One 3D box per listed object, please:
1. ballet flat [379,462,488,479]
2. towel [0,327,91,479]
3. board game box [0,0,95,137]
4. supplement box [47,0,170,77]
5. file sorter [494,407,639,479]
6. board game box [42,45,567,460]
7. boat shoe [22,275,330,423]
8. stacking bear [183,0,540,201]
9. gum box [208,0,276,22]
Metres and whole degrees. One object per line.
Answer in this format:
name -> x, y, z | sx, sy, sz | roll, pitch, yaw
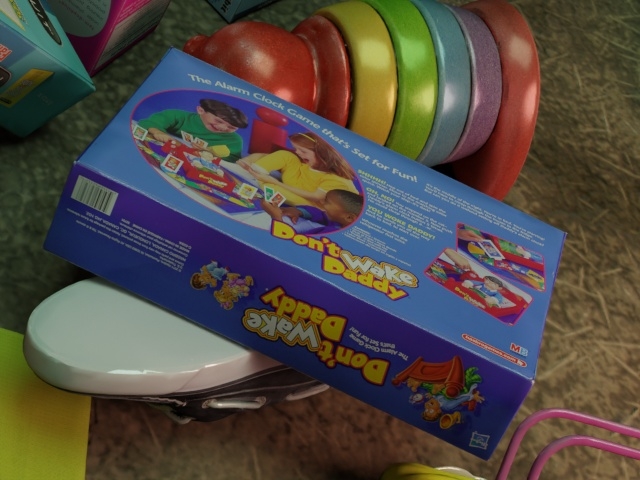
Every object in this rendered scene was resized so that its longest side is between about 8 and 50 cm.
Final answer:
ballet flat -> 0.148, 0.212, 1.390 | 0.231, 0.077, 0.077 | 15, 24, -17
towel -> -0.210, 0.164, 1.258 | 0.102, 0.021, 0.237 | 20, 45, -22
board game box -> -0.312, -0.232, 1.323 | 0.254, 0.079, 0.336 | 60, 7, 17
supplement box -> -0.168, -0.255, 1.494 | 0.111, 0.220, 0.114 | 40, 43, 5
file sorter -> 0.219, 0.254, 1.210 | 0.202, 0.182, 0.291 | 16, 15, -9
board game box -> 0.000, 0.000, 1.349 | 0.347, 0.078, 0.233 | 26, 29, 1
boat shoe -> -0.090, 0.086, 1.329 | 0.301, 0.102, 0.108 | -8, 43, -44
stacking bear -> 0.026, -0.129, 1.554 | 0.289, 0.164, 0.175 | -3, 55, -27
gum box -> -0.088, -0.301, 1.708 | 0.184, 0.041, 0.157 | 48, 45, 12
